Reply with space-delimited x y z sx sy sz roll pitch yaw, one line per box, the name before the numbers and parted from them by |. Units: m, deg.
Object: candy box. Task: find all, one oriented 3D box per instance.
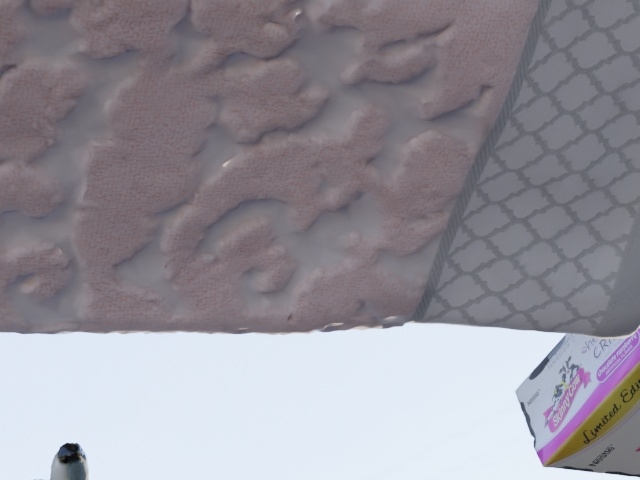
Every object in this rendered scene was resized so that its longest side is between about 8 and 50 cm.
candy box | 0.278 0.099 1.210 0.233 0.071 0.159 10 -46 -28

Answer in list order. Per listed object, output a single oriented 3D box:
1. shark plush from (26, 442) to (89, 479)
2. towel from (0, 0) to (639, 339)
shark plush | -0.130 0.154 0.812 0.073 0.067 0.161 -25 -17 -14
towel | 0.016 -0.097 0.525 0.317 0.053 0.332 3 -52 -23
